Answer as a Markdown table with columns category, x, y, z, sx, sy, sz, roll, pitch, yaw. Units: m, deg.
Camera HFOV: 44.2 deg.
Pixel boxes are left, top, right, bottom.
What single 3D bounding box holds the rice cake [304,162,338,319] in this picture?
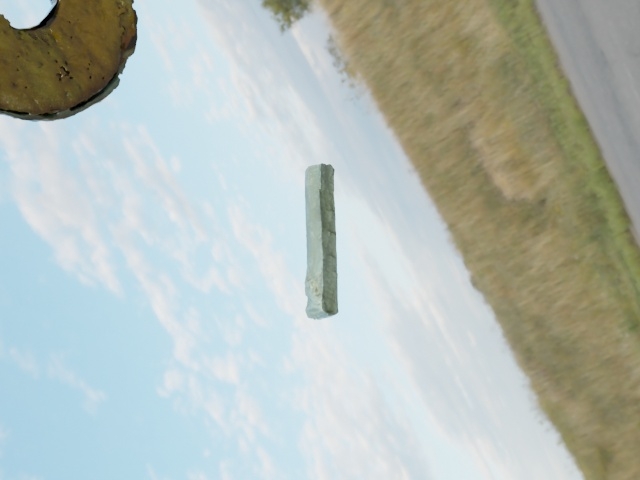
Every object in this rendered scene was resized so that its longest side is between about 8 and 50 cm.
| category | x | y | z | sx | sy | sz | roll | pitch | yaw |
| --- | --- | --- | --- | --- | --- | --- | --- | --- | --- |
| rice cake | 0.000 | 0.000 | 0.597 | 0.021 | 0.022 | 0.121 | 11 | -110 | -37 |

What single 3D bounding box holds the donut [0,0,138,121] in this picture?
| category | x | y | z | sx | sy | sz | roll | pitch | yaw |
| --- | --- | --- | --- | --- | --- | --- | --- | --- | --- |
| donut | -0.356 | -0.266 | 0.938 | 0.272 | 0.107 | 0.272 | 2 | -93 | -40 |
